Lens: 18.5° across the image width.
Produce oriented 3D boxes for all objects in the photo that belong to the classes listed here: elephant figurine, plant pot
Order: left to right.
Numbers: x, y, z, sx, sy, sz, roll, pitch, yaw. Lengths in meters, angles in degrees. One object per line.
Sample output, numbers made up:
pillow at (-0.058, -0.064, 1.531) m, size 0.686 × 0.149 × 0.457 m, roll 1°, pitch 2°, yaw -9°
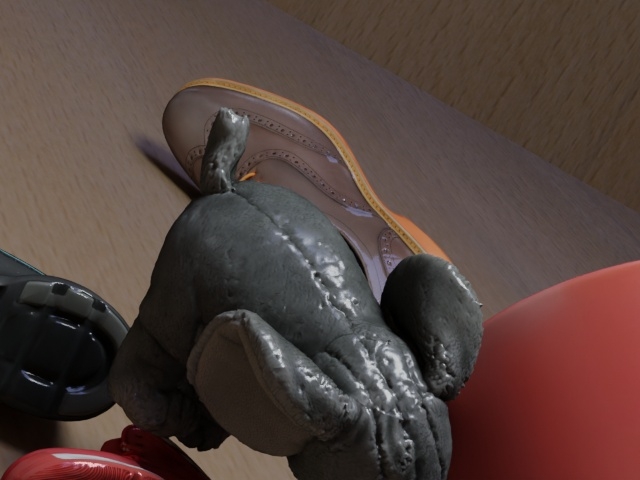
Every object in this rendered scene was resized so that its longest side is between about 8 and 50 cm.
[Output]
elephant figurine at (0.012, 0.076, 1.026) m, size 0.239 × 0.169 × 0.186 m, roll 30°, pitch -10°, yaw 49°
plant pot at (0.197, 0.182, 1.074) m, size 0.275 × 0.275 × 0.243 m, roll 23°, pitch 40°, yaw -41°

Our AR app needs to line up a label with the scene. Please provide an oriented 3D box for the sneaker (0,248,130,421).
sneaker at (-0.238, 0.029, 1.137) m, size 0.267 × 0.101 × 0.106 m, roll 31°, pitch -7°, yaw -16°

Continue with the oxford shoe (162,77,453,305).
oxford shoe at (-0.032, -0.033, 1.749) m, size 0.364 × 0.130 × 0.133 m, roll 40°, pitch 22°, yaw 29°

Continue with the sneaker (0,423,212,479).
sneaker at (-0.112, 0.143, 1.043) m, size 0.128 × 0.087 × 0.221 m, roll 34°, pitch -2°, yaw 43°
